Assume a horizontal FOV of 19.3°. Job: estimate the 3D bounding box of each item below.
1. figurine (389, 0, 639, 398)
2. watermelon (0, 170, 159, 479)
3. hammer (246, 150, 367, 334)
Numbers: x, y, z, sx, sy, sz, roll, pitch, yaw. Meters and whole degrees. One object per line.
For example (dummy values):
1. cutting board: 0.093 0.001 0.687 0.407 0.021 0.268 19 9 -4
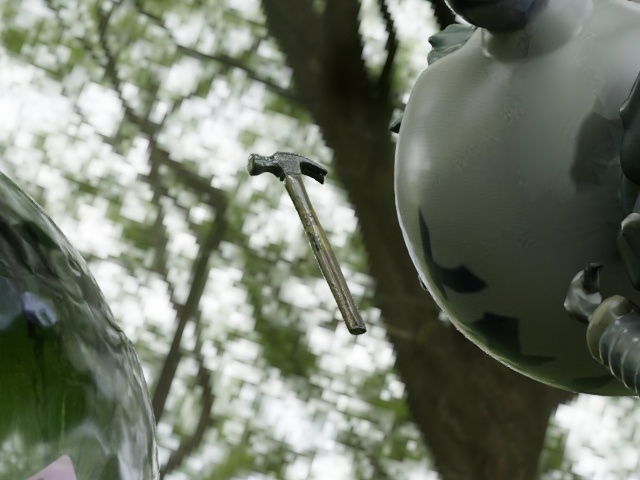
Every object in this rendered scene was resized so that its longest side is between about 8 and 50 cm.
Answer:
1. figurine: 0.146 -0.027 0.740 0.261 0.186 0.382 59 -13 -10
2. watermelon: -0.253 0.095 0.865 0.363 0.363 0.363 16 -20 6
3. hammer: 0.000 0.000 1.466 0.062 0.182 0.017 -5 -38 -28
